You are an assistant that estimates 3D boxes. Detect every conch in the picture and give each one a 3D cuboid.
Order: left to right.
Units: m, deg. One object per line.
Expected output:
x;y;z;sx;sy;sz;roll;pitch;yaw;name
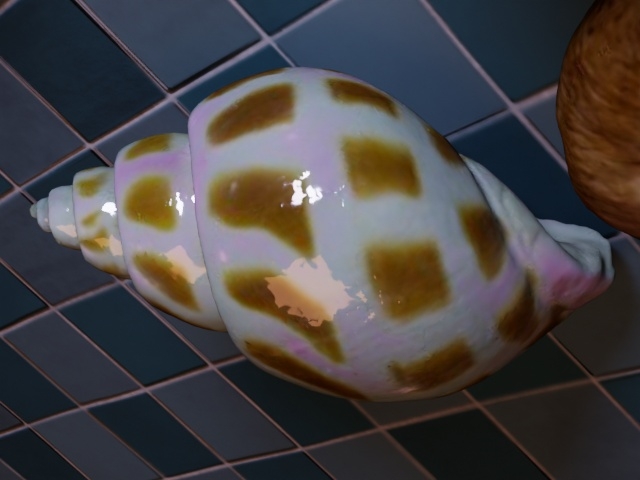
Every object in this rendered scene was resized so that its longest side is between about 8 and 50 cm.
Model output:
0.001;0.000;0.965;0.368;0.197;0.249;27;165;16;conch

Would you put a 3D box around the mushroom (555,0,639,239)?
0.237;-0.023;0.580;0.267;0.254;0.267;-2;130;-2;mushroom
